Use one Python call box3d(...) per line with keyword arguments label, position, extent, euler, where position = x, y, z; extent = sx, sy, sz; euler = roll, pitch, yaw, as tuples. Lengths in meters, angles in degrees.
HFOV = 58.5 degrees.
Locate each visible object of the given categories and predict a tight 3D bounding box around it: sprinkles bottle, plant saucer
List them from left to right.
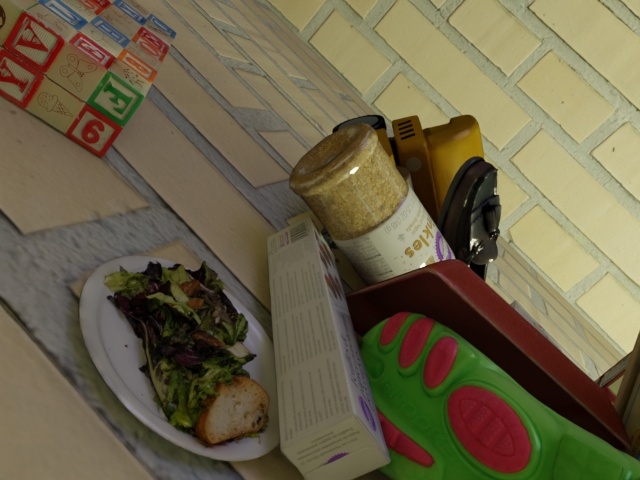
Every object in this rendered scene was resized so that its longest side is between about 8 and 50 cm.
box3d(label="sprinkles bottle", position=(0.107, 0.025, 0.731), extent=(0.355, 0.121, 0.121), euler=(51, 15, -24))
box3d(label="plant saucer", position=(0.155, 0.119, 0.619), extent=(0.258, 0.048, 0.259), euler=(41, -22, -7))

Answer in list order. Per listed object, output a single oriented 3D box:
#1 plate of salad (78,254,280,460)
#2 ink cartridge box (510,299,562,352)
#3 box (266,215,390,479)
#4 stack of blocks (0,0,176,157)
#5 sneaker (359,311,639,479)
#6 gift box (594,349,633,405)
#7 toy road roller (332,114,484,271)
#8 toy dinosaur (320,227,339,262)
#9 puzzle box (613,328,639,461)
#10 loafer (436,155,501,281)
box3d(label="plate of salad", position=(-0.093, 0.079, 0.456), extent=(0.200, 0.048, 0.200), euler=(37, 21, -17))
box3d(label="ink cartridge box", position=(0.382, 0.201, 1.074), extent=(0.143, 0.092, 0.090), euler=(49, 19, 9))
box3d(label="box", position=(-0.007, 0.082, 0.556), extent=(0.063, 0.067, 0.324), euler=(58, 8, -28))
box3d(label="stack of blocks", position=(-0.279, -0.234, 0.671), extent=(0.171, 0.087, 0.297), euler=(35, 21, -24))
box3d(label="sneaker", position=(0.188, 0.230, 0.433), extent=(0.202, 0.185, 0.483), euler=(37, 9, -36))
box3d(label="gift box", position=(0.553, 0.325, 0.918), extent=(0.258, 0.255, 0.276), euler=(50, 24, 23))
box3d(label="toy road roller", position=(0.153, -0.092, 0.918), extent=(0.329, 0.240, 0.203), euler=(-83, 158, -62))
box3d(label="toy dinosaur", position=(0.000, 0.000, 0.819), extent=(0.090, 0.047, 0.082), euler=(18, 9, -28))
box3d(label="puzzle box", position=(0.307, 0.244, 0.453), extent=(0.052, 0.409, 0.272), euler=(-1, 32, 2))
box3d(label="loafer", position=(0.227, 0.025, 0.844), extent=(0.109, 0.303, 0.095), euler=(-27, 45, -36))
